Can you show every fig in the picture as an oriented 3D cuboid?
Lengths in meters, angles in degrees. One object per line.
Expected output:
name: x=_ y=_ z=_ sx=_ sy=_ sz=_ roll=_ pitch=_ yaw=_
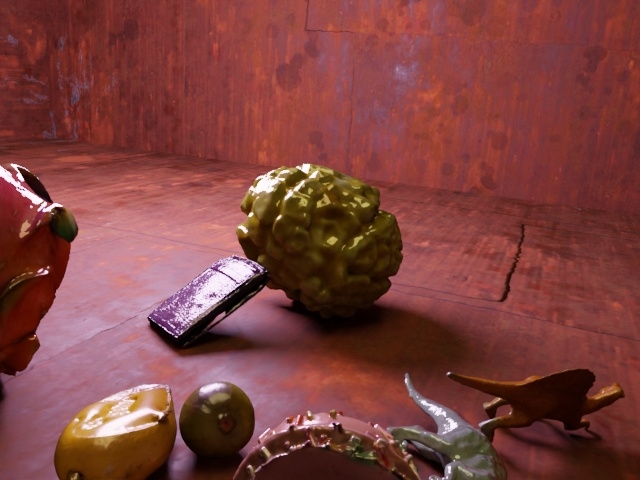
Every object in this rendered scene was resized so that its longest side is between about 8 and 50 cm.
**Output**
fig: x=-0.105 y=0.176 z=0.594 sx=0.074 sy=0.073 sz=0.088 roll=-3 pitch=-5 yaw=-25

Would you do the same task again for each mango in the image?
mango: x=-0.185 y=0.181 z=0.563 sx=0.101 sy=0.066 sz=0.187 roll=-4 pitch=10 yaw=0

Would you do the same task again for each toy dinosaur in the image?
toy dinosaur: x=0.235 y=0.166 z=0.628 sx=0.142 sy=0.057 sz=0.212 roll=-28 pitch=-37 yaw=20
toy dinosaur: x=0.138 y=0.202 z=0.589 sx=0.168 sy=0.053 sz=0.242 roll=6 pitch=15 yaw=1

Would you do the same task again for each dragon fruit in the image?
dragon fruit: x=-0.407 y=0.036 z=0.693 sx=0.291 sy=0.290 sz=0.189 roll=20 pitch=-8 yaw=46

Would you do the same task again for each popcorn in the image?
popcorn: x=0.000 y=0.000 z=0.965 sx=0.258 sy=0.224 sz=0.270 roll=19 pitch=-15 yaw=32

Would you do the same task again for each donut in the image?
donut: x=0.009 y=0.188 z=0.490 sx=0.166 sy=0.116 sz=0.065 roll=6 pitch=20 yaw=5

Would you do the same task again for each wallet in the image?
wallet: x=-0.166 y=0.080 z=0.872 sx=0.166 sy=0.030 sz=0.111 roll=-38 pitch=37 yaw=-26
